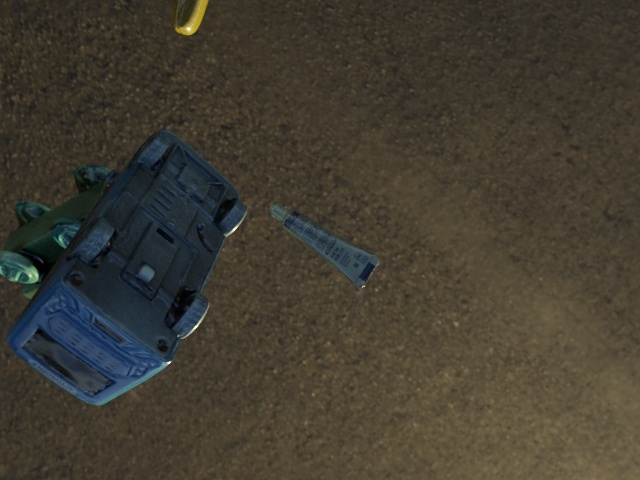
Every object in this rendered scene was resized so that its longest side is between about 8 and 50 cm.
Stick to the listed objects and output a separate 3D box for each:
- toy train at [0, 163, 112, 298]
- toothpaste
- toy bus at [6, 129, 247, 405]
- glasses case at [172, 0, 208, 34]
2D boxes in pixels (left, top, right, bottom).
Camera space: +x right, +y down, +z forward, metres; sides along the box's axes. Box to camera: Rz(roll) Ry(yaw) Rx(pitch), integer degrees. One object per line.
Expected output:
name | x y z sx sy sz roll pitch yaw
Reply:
toy train | -0.319 0.013 1.153 0.298 0.120 0.194 -20 134 39
toothpaste | 0.000 0.000 1.451 0.062 0.216 0.037 -58 169 7
toy bus | -0.163 0.015 0.730 0.113 0.246 0.134 41 123 -19
glasses case | -0.238 -0.514 1.600 0.064 0.079 0.234 15 95 5
